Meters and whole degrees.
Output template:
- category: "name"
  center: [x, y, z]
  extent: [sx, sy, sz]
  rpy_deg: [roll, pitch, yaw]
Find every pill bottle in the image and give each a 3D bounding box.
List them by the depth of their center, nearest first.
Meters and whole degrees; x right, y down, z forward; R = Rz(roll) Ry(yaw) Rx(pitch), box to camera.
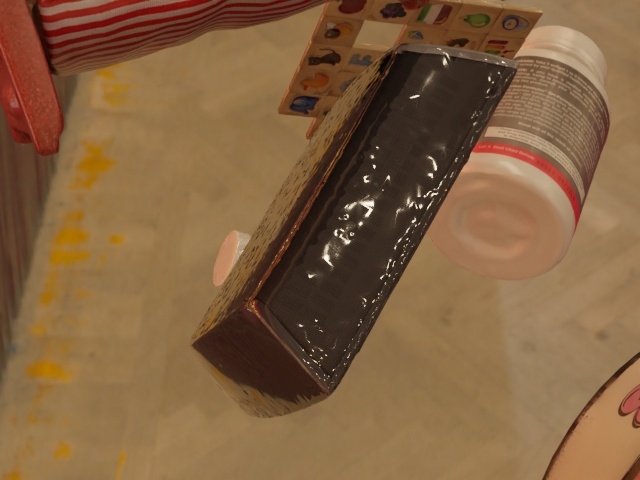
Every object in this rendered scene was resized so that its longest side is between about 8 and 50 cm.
- category: "pill bottle"
  center: [-0.035, 0.043, 1.391]
  extent: [0.152, 0.086, 0.086]
  rpy_deg: [20, 41, -20]
- category: "pill bottle"
  center: [0.246, -0.117, 1.526]
  extent: [0.176, 0.176, 0.318]
  rpy_deg: [18, 47, 11]

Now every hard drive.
- category: "hard drive"
  center: [0.000, 0.000, 0.610]
  extent: [0.054, 0.254, 0.172]
  rpy_deg: [32, 78, -5]

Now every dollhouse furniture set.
- category: "dollhouse furniture set"
  center: [-0.080, -0.154, 0.615]
  extent: [0.201, 0.152, 0.374]
  rpy_deg: [-20, 13, -12]

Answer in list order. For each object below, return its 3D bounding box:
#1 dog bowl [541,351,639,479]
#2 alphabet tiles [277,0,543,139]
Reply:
- category: "dog bowl"
  center: [0.330, 0.236, 0.768]
  extent: [0.408, 0.408, 0.150]
  rpy_deg: [11, 4, 3]
- category: "alphabet tiles"
  center: [0.074, -0.158, 1.225]
  extent: [0.198, 0.237, 0.009]
  rpy_deg: [4, 61, -17]
